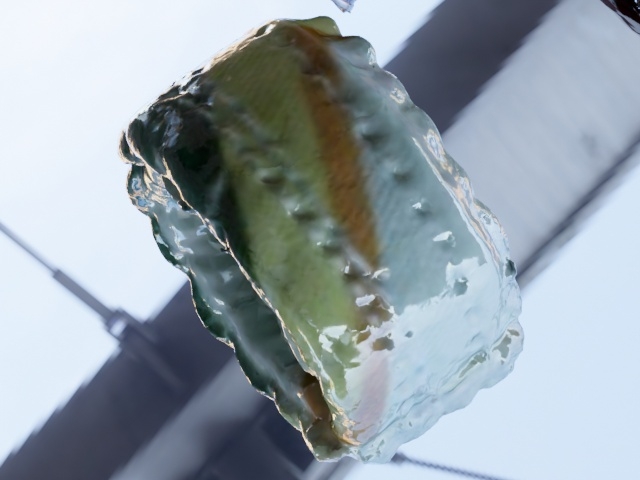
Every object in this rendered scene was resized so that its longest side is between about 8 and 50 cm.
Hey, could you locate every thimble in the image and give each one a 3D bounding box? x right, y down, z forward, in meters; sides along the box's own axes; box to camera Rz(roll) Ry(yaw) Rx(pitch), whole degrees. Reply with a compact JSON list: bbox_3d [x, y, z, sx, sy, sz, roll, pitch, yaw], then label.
[{"bbox_3d":[0.000,0.000,1.244,0.167,0.254,0.288,-33,-101,-12],"label":"thimble"}]

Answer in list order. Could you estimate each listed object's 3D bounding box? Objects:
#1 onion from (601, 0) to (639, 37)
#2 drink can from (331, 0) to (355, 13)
[{"bbox_3d":[0.247,-0.192,0.920,0.273,0.273,0.285,18,-112,42],"label":"onion"},{"bbox_3d":[0.053,-0.282,1.349,0.235,0.097,0.097,-53,-136,10],"label":"drink can"}]
